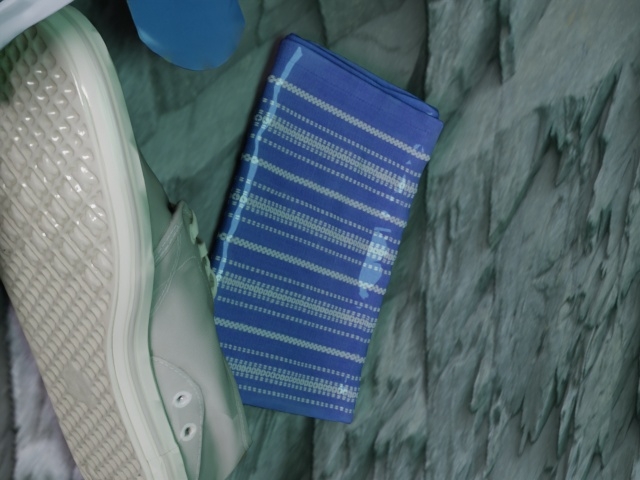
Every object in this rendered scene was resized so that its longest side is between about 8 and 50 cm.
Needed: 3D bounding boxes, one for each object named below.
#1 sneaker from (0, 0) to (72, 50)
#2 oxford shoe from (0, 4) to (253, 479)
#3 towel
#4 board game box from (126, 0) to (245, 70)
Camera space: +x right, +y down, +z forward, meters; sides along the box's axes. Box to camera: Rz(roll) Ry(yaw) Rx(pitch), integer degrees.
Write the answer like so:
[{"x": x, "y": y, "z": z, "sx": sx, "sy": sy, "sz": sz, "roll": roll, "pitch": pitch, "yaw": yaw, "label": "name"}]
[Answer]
[{"x": -0.213, "y": -0.131, "z": 0.630, "sx": 0.258, "sy": 0.094, "sz": 0.091, "roll": -47, "pitch": 114, "yaw": -35, "label": "sneaker"}, {"x": -0.142, "y": 0.027, "z": 0.866, "sx": 0.130, "sy": 0.169, "sz": 0.449, "roll": -36, "pitch": 132, "yaw": -34, "label": "oxford shoe"}, {"x": 0.000, "y": 0.000, "z": 1.115, "sx": 0.243, "sy": 0.040, "sz": 0.336, "roll": 21, "pitch": 84, "yaw": -49, "label": "towel"}, {"x": -0.125, "y": -0.208, "z": 0.912, "sx": 0.133, "sy": 0.033, "sz": 0.169, "roll": -29, "pitch": 102, "yaw": -54, "label": "board game box"}]
